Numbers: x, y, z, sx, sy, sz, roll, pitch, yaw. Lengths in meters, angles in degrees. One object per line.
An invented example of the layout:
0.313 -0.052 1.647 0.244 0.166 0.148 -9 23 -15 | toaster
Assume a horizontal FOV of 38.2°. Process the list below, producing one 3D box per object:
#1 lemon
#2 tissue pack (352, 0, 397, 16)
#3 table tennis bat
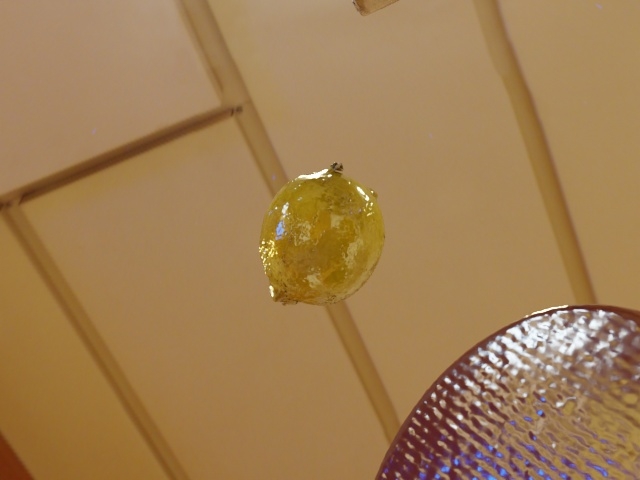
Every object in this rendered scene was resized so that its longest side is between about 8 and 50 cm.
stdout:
0.000 0.000 1.258 0.173 0.173 0.206 33 -89 -18 | lemon
0.122 -0.440 1.021 0.305 0.239 0.239 -24 -65 10 | tissue pack
0.094 0.225 0.536 0.051 0.268 0.415 28 -87 -35 | table tennis bat
